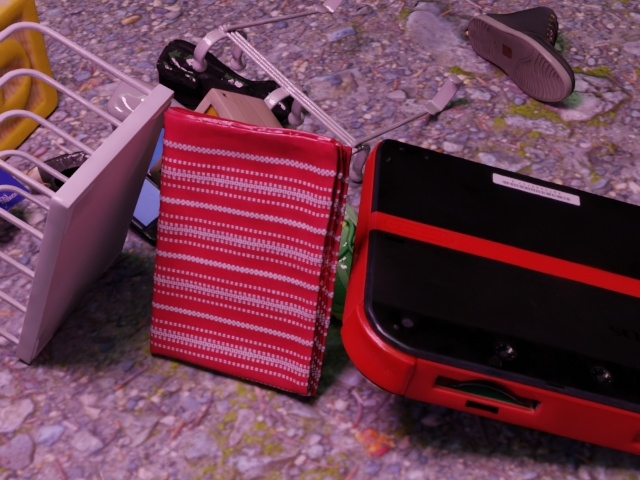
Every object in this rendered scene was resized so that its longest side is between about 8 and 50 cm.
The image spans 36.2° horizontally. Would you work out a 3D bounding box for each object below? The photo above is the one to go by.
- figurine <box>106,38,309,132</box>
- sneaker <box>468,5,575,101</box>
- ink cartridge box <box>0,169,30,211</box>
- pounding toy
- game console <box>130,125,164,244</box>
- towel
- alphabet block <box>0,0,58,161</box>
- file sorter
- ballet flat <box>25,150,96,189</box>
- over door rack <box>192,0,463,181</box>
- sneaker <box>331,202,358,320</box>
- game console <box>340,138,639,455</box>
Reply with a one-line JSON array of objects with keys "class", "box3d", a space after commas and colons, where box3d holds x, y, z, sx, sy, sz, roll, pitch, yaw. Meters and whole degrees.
[{"class": "figurine", "box3d": [-0.145, -0.176, 1.307, 0.209, 0.092, 0.215, 17, 37, 13]}, {"class": "sneaker", "box3d": [0.322, -0.283, 1.416, 0.118, 0.083, 0.222, -20, 44, -19]}, {"class": "ink cartridge box", "box3d": [-0.519, -0.148, 1.120, 0.371, 0.069, 0.176, 43, 44, -3]}, {"class": "pounding toy", "box3d": [-0.094, -0.022, 1.036, 0.094, 0.181, 0.206, 4, 45, -52]}, {"class": "game console", "box3d": [-0.204, -0.076, 1.191, 0.122, 0.071, 0.107, 40, 54, 7]}, {"class": "towel", "box3d": [-0.078, 0.013, 0.976, 0.199, 0.274, 0.031, 14, 20, 18]}, {"class": "alphabet block", "box3d": [-0.499, -0.227, 1.313, 0.197, 0.193, 0.192, 12, 46, 15]}, {"class": "file sorter", "box3d": [-0.299, -0.050, 1.011, 0.173, 0.277, 0.193, 31, 47, 1]}, {"class": "ballet flat", "box3d": [-0.292, -0.086, 1.251, 0.173, 0.057, 0.049, -9, 72, -2]}, {"class": "over door rack", "box3d": [0.012, -0.203, 1.279, 0.239, 0.108, 0.324, 44, 42, 9]}, {"class": "sneaker", "box3d": [0.000, 0.000, 1.088, 0.296, 0.123, 0.109, 21, 47, 23]}, {"class": "game console", "box3d": [0.222, 0.050, 1.013, 0.387, 0.060, 0.342, 15, 40, -5]}]
